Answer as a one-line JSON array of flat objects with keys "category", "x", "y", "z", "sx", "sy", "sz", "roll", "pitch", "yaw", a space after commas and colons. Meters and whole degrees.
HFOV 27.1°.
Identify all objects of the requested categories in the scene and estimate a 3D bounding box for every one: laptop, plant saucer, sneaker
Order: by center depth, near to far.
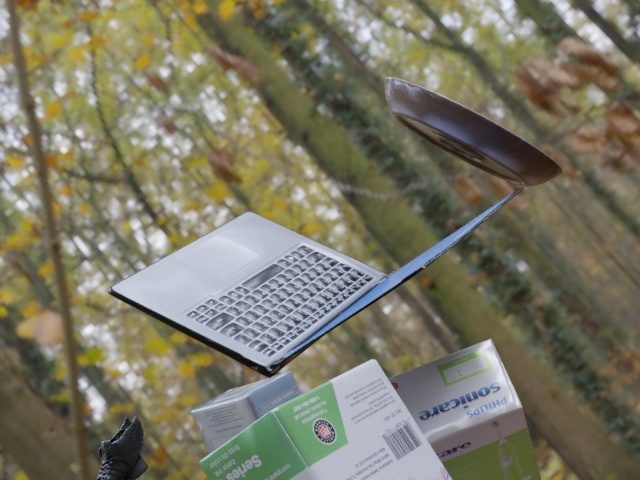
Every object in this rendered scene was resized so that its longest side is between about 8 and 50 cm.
[{"category": "laptop", "x": 0.000, "y": 0.000, "z": 1.813, "sx": 0.382, "sy": 0.408, "sz": 0.236, "roll": -32, "pitch": -38, "yaw": -58}, {"category": "plant saucer", "x": 0.226, "y": -0.159, "z": 2.055, "sx": 0.050, "sy": 0.310, "sz": 0.310, "roll": -61, "pitch": -18, "yaw": 0}, {"category": "sneaker", "x": -0.350, "y": 0.374, "z": 2.223, "sx": 0.051, "sy": 0.089, "sz": 0.170, "roll": -19, "pitch": 13, "yaw": 45}]

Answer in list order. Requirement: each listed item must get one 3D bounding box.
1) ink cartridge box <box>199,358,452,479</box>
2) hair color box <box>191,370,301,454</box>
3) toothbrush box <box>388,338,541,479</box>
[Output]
[{"category": "ink cartridge box", "x": 0.044, "y": 0.277, "z": 1.278, "sx": 0.117, "sy": 0.278, "sz": 0.201, "roll": -38, "pitch": -11, "yaw": 30}, {"category": "hair color box", "x": -0.065, "y": 0.434, "z": 2.335, "sx": 0.113, "sy": 0.374, "sz": 0.185, "roll": -25, "pitch": 2, "yaw": -41}, {"category": "toothbrush box", "x": 0.184, "y": 0.286, "z": 1.854, "sx": 0.206, "sy": 0.122, "sz": 0.283, "roll": -22, "pitch": -35, "yaw": 2}]
